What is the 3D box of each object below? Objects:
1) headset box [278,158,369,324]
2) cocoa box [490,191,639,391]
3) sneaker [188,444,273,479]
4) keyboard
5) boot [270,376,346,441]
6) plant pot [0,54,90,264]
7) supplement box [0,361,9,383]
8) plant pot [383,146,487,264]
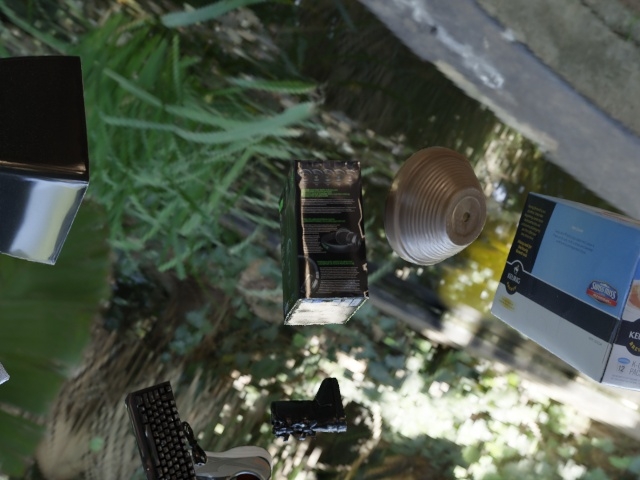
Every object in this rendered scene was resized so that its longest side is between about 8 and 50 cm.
[{"bbox_3d":[0.000,0.000,1.736,0.131,0.283,0.246,0,165,-9],"label":"headset box"},{"bbox_3d":[0.468,0.078,1.432,0.231,0.228,0.347,13,-172,-18],"label":"cocoa box"},{"bbox_3d":[-0.232,0.501,1.914,0.271,0.100,0.108,-8,-157,-6],"label":"sneaker"},{"bbox_3d":[-0.188,0.274,1.179,0.023,0.180,0.108,-18,175,32],"label":"keyboard"},{"bbox_3d":[-0.020,0.229,1.247,0.099,0.045,0.121,-3,-156,-5],"label":"boot"},{"bbox_3d":[-0.376,-0.101,1.054,0.167,0.187,0.188,5,145,-29],"label":"plant pot"},{"bbox_3d":[-0.457,0.123,1.066,0.220,0.111,0.114,16,135,62],"label":"supplement box"},{"bbox_3d":[0.245,-0.059,1.769,0.109,0.237,0.237,20,168,49],"label":"plant pot"}]
